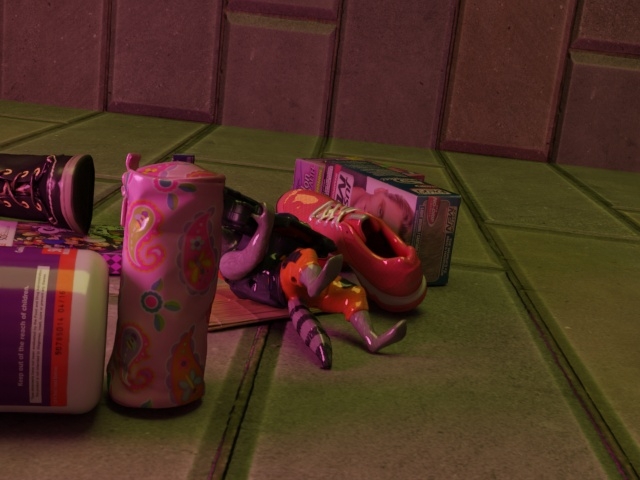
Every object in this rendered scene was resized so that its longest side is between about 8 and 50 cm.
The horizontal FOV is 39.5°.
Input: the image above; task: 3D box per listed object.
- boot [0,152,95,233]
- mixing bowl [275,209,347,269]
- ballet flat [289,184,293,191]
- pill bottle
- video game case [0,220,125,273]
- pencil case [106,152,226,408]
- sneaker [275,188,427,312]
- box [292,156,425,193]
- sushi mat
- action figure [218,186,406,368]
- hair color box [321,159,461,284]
[{"bbox_3d":[-0.539,-0.094,1.544,0.284,0.138,0.377,4,6,-13],"label":"boot"},{"bbox_3d":[0.000,0.000,1.670,0.181,0.098,0.181,7,13,-2],"label":"mixing bowl"},{"bbox_3d":[-0.006,-0.148,2.344,0.079,0.076,0.221,-8,4,34],"label":"ballet flat"},{"bbox_3d":[-0.393,0.092,0.948,0.323,0.181,0.181,4,14,-13],"label":"pill bottle"},{"bbox_3d":[-0.444,0.010,1.543,0.232,0.041,0.210,3,14,-16],"label":"video game case"},{"bbox_3d":[-0.178,0.046,1.017,0.124,0.284,0.124,6,10,-1],"label":"pencil case"},{"bbox_3d":[0.054,-0.018,1.481,0.314,0.136,0.116,35,61,26],"label":"sneaker"},{"bbox_3d":[0.091,-0.125,2.178,0.214,0.117,0.243,-7,19,-43],"label":"box"},{"bbox_3d":[-0.090,0.094,1.417,0.317,0.019,0.151,-6,19,-39],"label":"sushi mat"},{"bbox_3d":[-0.078,0.039,1.283,0.341,0.178,0.330,27,-3,-44],"label":"action figure"},{"bbox_3d":[0.123,-0.044,1.746,0.105,0.173,0.347,-1,15,-29],"label":"hair color box"}]
